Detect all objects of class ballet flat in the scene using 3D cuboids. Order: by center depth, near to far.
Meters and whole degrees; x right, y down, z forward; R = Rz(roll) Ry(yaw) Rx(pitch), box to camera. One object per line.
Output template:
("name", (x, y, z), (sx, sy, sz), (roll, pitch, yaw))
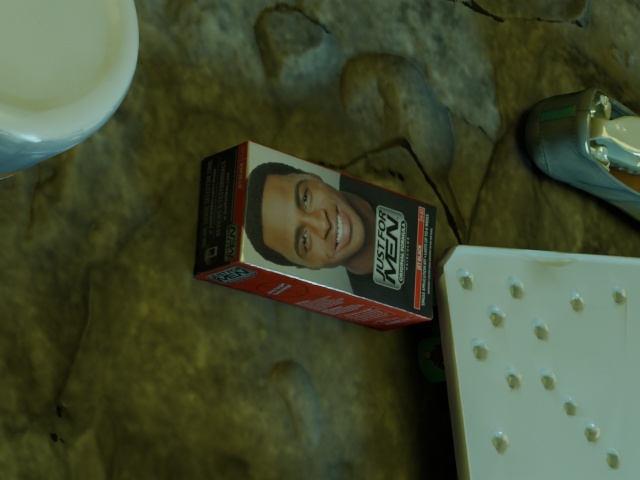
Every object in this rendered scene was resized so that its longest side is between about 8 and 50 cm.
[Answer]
("ballet flat", (0.227, -0.047, 1.171), (0.213, 0.068, 0.072), (19, 66, -37))

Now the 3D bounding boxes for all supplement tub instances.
("supplement tub", (-0.174, -0.071, 0.736), (0.117, 0.190, 0.117), (12, 70, -39))

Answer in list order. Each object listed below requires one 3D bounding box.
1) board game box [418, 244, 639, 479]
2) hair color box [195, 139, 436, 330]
("board game box", (0.221, 0.207, 1.104), (0.390, 0.050, 0.390), (4, 75, -41))
("hair color box", (0.000, 0.000, 0.971), (0.141, 0.043, 0.072), (16, 68, -37))
